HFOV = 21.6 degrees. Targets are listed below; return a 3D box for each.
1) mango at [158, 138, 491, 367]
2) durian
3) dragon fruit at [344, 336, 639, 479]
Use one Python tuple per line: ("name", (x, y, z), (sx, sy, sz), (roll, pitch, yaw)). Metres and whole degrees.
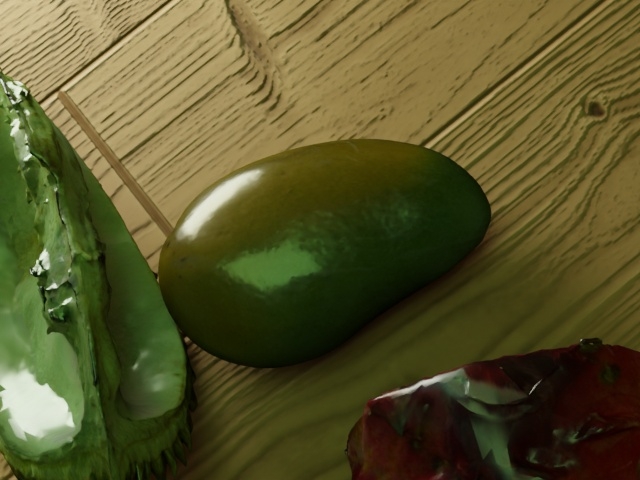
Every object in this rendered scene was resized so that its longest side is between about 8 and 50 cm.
("mango", (0.000, 0.000, 1.259), (0.251, 0.114, 0.156), (-27, 60, 4))
("durian", (-0.209, 0.035, 1.252), (0.163, 0.198, 0.394), (-21, 65, 6))
("dragon fruit", (0.144, 0.168, 1.158), (0.274, 0.126, 0.161), (-15, 68, 8))
